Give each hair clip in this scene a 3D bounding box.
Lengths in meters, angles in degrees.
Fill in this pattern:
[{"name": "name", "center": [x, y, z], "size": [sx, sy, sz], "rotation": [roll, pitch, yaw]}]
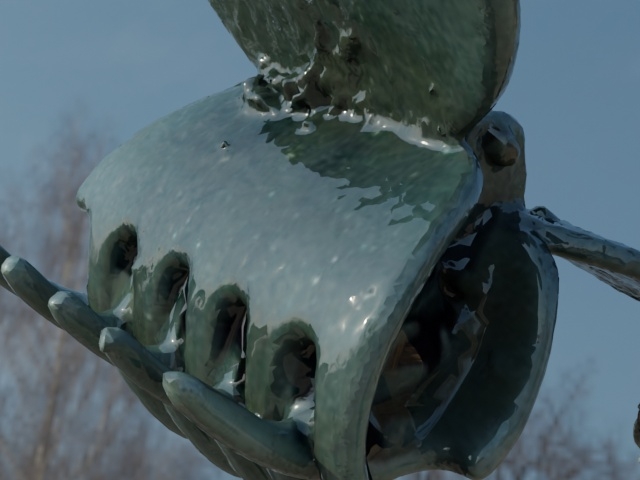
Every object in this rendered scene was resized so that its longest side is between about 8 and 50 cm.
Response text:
[{"name": "hair clip", "center": [0.000, 0.000, 0.856], "size": [0.318, 0.238, 0.392], "rotation": [25, -18, 52]}]

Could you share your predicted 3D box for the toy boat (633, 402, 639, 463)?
[{"name": "toy boat", "center": [0.119, 0.065, 0.558], "size": [0.038, 0.038, 0.083], "rotation": [3, -22, 8]}]
